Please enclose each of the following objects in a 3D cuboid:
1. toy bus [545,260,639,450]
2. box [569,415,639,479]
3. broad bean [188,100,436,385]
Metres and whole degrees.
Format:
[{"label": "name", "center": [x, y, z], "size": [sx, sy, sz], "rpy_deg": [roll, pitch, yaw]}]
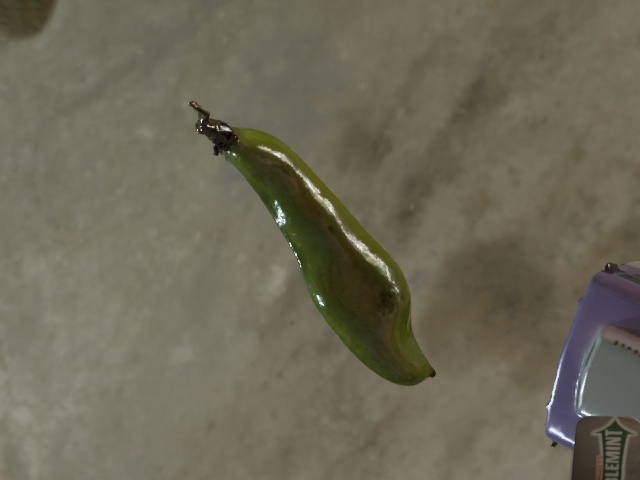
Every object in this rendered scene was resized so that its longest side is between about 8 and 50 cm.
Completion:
[{"label": "toy bus", "center": [0.448, 0.180, 1.370], "size": [0.440, 0.249, 0.209], "rpy_deg": [26, 108, 37]}, {"label": "box", "center": [0.275, 0.265, 1.267], "size": [0.069, 0.224, 0.120], "rpy_deg": [0, 53, 18]}, {"label": "broad bean", "center": [-0.002, -0.001, 1.166], "size": [0.067, 0.325, 0.075], "rpy_deg": [-23, 20, 52]}]
